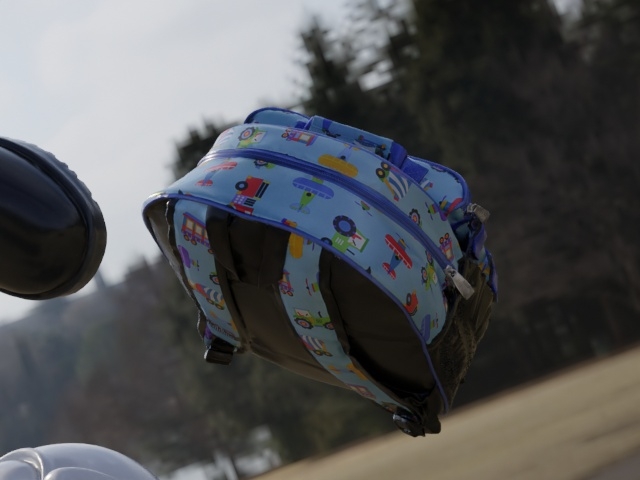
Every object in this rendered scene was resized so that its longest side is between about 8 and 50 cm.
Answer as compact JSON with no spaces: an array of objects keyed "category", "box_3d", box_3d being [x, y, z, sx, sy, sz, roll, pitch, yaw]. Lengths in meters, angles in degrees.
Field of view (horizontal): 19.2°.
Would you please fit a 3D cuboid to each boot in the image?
[{"category":"boot","box_3d":[-0.457,-0.049,1.700,0.367,0.146,0.445,29,15,26]}]

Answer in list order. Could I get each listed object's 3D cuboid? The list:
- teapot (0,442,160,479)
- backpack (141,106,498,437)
[{"category":"teapot","box_3d":[-0.258,0.277,1.708,0.256,0.187,0.252,-48,30,4]},{"category":"backpack","box_3d":[0.000,0.000,0.926,0.158,0.117,0.173,19,-21,24]}]
